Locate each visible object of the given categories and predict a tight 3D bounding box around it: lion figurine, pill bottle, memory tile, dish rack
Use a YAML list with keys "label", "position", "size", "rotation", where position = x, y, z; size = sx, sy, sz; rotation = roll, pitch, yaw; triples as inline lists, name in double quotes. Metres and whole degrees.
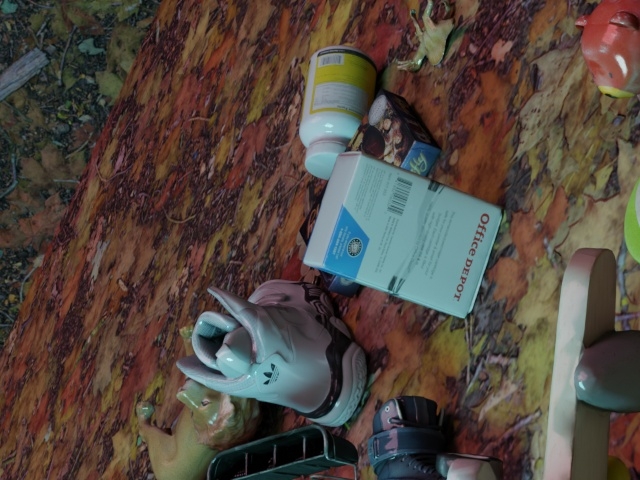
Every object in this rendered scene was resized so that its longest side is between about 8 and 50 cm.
- label: "lion figurine"
  position: [-0.183, 0.279, 2.267]
  size: [0.392, 0.142, 0.240]
  rotation: [113, 155, -47]
- label: "pill bottle"
  position: [0.024, -0.183, 2.176]
  size: [0.103, 0.103, 0.184]
  rotation: [-38, 38, 53]
- label: "memory tile"
  position: [0.000, 0.000, 2.197]
  size: [0.113, 0.012, 0.148]
  rotation: [-55, 25, 32]
- label: "dish rack"
  position: [-0.036, 0.358, 1.688]
  size: [0.208, 0.074, 0.271]
  rotation: [-24, 59, 43]

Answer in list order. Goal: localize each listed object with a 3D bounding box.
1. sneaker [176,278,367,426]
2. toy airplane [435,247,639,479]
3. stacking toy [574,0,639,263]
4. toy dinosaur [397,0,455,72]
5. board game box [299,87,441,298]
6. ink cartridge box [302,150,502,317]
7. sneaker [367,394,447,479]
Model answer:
- label: "sneaker"
  position: [-0.086, 0.120, 2.022]
  size: [0.137, 0.210, 0.366]
  rotation: [-66, 24, 10]
- label: "toy airplane"
  position: [0.206, 0.256, 1.150]
  size: [0.384, 0.272, 0.386]
  rotation: [-76, -14, -47]
- label: "stacking toy"
  position: [0.336, -0.123, 1.355]
  size: [0.309, 0.130, 0.279]
  rotation: [-13, 59, 65]
- label: "toy dinosaur"
  position: [0.159, -0.287, 2.042]
  size: [0.183, 0.053, 0.092]
  rotation: [140, 129, -64]
- label: "board game box"
  position: [0.063, -0.065, 2.043]
  size: [0.243, 0.042, 0.165]
  rotation: [-60, 28, 20]
- label: "ink cartridge box"
  position: [0.095, -0.006, 1.739]
  size: [0.082, 0.191, 0.139]
  rotation: [8, 78, 69]
- label: "sneaker"
  position: [0.119, 0.234, 1.618]
  size: [0.226, 0.086, 0.163]
  rotation: [-37, 41, 55]
